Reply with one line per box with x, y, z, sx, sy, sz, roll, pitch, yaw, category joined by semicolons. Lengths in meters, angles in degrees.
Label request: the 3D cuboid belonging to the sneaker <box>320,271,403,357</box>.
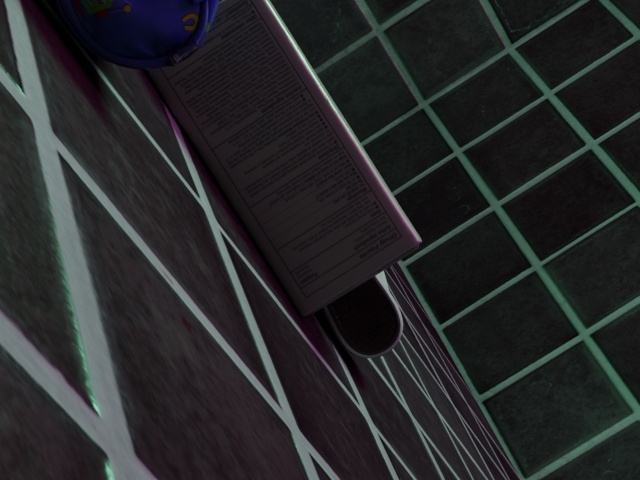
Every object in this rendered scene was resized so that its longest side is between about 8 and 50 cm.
0.000;0.000;1.671;0.123;0.106;0.290;78;-11;-84;sneaker

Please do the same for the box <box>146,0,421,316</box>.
-0.036;-0.089;1.534;0.311;0.148;0.121;59;4;1;box

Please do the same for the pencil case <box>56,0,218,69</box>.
-0.151;-0.226;1.273;0.306;0.133;0.119;-113;-165;-73;pencil case

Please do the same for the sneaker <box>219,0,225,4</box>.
-0.138;-0.290;1.983;0.127;0.126;0.321;61;-3;6;sneaker
